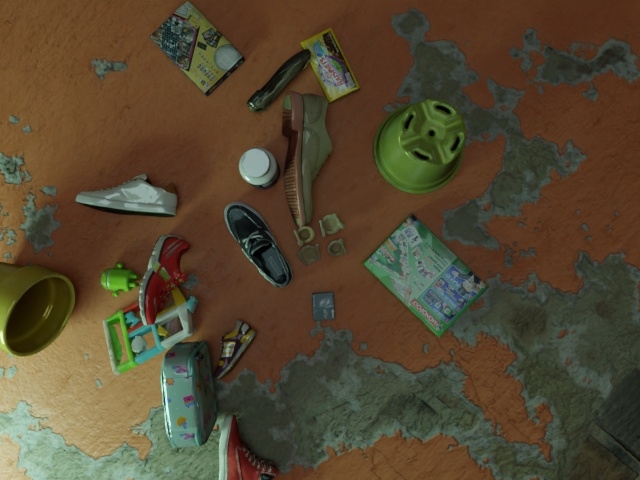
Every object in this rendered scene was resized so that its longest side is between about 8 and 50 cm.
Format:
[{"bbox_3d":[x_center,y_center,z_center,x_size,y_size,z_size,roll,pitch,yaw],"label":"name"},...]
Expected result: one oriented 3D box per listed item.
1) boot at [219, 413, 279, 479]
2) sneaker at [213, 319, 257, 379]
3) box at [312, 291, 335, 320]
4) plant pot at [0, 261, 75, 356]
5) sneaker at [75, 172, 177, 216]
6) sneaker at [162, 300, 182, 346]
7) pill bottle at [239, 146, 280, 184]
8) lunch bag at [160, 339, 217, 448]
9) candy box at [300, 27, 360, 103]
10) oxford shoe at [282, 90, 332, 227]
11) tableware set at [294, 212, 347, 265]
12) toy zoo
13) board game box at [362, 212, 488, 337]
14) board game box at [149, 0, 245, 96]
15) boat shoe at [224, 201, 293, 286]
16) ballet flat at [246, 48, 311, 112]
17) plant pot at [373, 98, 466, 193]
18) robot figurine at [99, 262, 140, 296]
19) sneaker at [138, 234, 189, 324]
[{"bbox_3d":[-0.210,0.632,1.696,0.176,0.088,0.244,0,97,0],"label":"boot"},{"bbox_3d":[-0.273,0.327,1.714,0.084,0.069,0.185,36,83,9],"label":"sneaker"},{"bbox_3d":[0.009,0.199,1.731,0.067,0.018,0.083,-3,89,1],"label":"box"},{"bbox_3d":[-0.889,0.172,1.645,0.239,0.254,0.254,20,89,17],"label":"plant pot"},{"bbox_3d":[-0.574,-0.141,1.710,0.290,0.106,0.123,4,83,-9],"label":"sneaker"},{"bbox_3d":[-0.443,0.255,1.725,0.051,0.070,0.134,-13,57,39],"label":"sneaker"},{"bbox_3d":[-0.177,-0.210,1.652,0.108,0.193,0.108,0,89,1],"label":"pill bottle"},{"bbox_3d":[-0.367,0.425,1.636,0.108,0.224,0.279,-4,95,5],"label":"lunch bag"},{"bbox_3d":[0.030,-0.530,1.739,0.105,0.027,0.206,-26,89,4],"label":"candy box"},{"bbox_3d":[-0.028,-0.236,1.684,0.146,0.140,0.397,-3,99,-20],"label":"oxford shoe"},{"bbox_3d":[0.000,0.000,1.706,0.169,0.020,0.141,-19,119,-2],"label":"tableware set"},{"bbox_3d":[-0.491,0.243,1.679,0.293,0.030,0.192,-30,53,0],"label":"toy zoo"},{"bbox_3d":[0.312,0.104,1.716,0.317,0.046,0.213,45,91,1],"label":"board game box"},{"bbox_3d":[-0.373,-0.583,1.737,0.165,0.042,0.243,-43,89,0],"label":"board game box"},{"bbox_3d":[-0.186,0.012,1.694,0.108,0.102,0.301,-33,89,0],"label":"boat shoe"},{"bbox_3d":[-0.117,-0.476,1.722,0.250,0.084,0.058,-44,117,1],"label":"ballet flat"},{"bbox_3d":[0.296,-0.282,1.619,0.276,0.254,0.276,0,88,1],"label":"plant pot"},{"bbox_3d":[-0.604,0.117,1.715,0.115,0.067,0.101,5,87,1],"label":"robot figurine"},{"bbox_3d":[-0.451,0.115,1.669,0.118,0.107,0.279,13,70,-4],"label":"sneaker"}]
